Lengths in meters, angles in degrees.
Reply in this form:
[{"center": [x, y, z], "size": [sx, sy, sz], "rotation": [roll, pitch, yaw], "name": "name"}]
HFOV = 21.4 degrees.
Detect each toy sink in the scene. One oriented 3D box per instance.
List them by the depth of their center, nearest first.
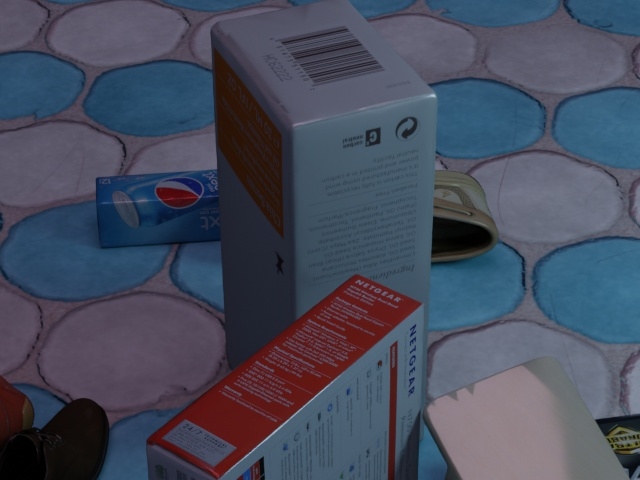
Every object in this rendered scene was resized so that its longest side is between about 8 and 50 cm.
[{"center": [0.205, 0.258, 1.638], "size": [0.152, 0.131, 0.234], "rotation": [-20, 61, -17], "name": "toy sink"}]

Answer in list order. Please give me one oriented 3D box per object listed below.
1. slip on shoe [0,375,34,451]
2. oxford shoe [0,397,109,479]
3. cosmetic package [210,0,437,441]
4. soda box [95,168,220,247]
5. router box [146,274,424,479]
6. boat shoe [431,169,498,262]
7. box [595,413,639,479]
[{"center": [-0.449, 0.150, 1.916], "size": [0.331, 0.123, 0.101], "rotation": [28, 21, 34], "name": "slip on shoe"}, {"center": [-0.288, 0.231, 1.800], "size": [0.082, 0.096, 0.227], "rotation": [9, 35, 16], "name": "oxford shoe"}, {"center": [0.000, 0.000, 1.810], "size": [0.161, 0.453, 0.230], "rotation": [-14, 37, -18], "name": "cosmetic package"}, {"center": [-0.185, -0.044, 2.205], "size": [0.210, 0.071, 0.067], "rotation": [-4, 35, -6], "name": "soda box"}, {"center": [-0.024, 0.247, 1.567], "size": [0.082, 0.335, 0.301], "rotation": [23, 40, 30], "name": "router box"}, {"center": [0.053, -0.022, 2.128], "size": [0.341, 0.122, 0.110], "rotation": [-5, 35, -9], "name": "boat shoe"}, {"center": [0.275, 0.266, 1.777], "size": [0.220, 0.051, 0.175], "rotation": [-6, 37, -7], "name": "box"}]
